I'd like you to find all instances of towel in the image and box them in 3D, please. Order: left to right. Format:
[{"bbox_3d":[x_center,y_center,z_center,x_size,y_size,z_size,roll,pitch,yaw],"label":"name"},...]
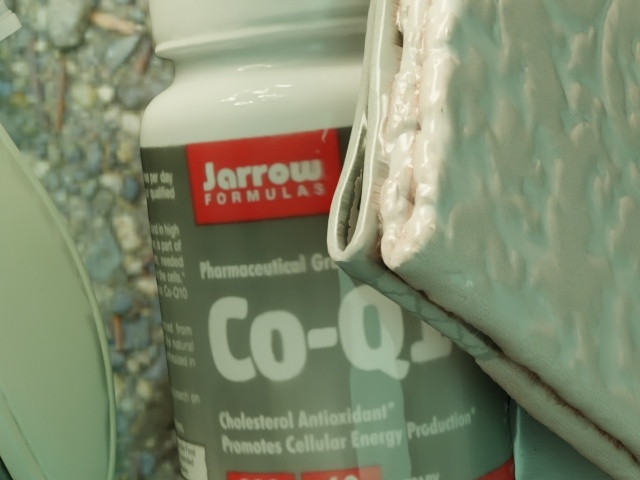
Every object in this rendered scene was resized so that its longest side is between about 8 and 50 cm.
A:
[{"bbox_3d":[0.127,-0.062,0.783,0.317,0.053,0.331,37,51,-42],"label":"towel"}]

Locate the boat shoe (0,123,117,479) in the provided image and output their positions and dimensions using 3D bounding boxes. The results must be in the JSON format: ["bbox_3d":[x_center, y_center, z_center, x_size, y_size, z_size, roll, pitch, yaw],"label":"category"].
[{"bbox_3d":[-0.189,0.000,0.755,0.099,0.116,0.319,-15,110,21],"label":"boat shoe"}]

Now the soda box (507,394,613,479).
[{"bbox_3d":[0.205,0.118,0.917,0.286,0.091,0.098,5,90,-24],"label":"soda box"}]

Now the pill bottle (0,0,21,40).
[{"bbox_3d":[-0.173,-0.128,0.767,0.043,0.043,0.083,-35,105,-19],"label":"pill bottle"}]

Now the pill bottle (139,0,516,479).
[{"bbox_3d":[0.000,0.000,0.783,0.161,0.161,0.283,-9,96,-23],"label":"pill bottle"}]
